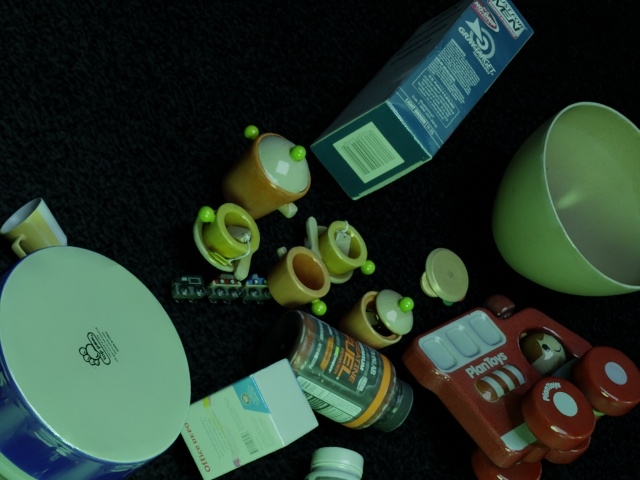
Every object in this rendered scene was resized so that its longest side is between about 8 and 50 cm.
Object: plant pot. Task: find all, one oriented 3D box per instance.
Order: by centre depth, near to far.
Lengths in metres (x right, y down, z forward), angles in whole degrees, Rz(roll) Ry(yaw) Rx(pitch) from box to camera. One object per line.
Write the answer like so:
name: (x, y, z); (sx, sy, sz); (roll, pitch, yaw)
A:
plant pot: (0.363, -0.036, 2.300); (0.284, 0.191, 0.284); (18, 60, -33)

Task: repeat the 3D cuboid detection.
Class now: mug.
mug: (-0.330, 0.000, 1.799); (0.064, 0.062, 0.078); (52, 57, -21)

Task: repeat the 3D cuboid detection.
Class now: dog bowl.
dog bowl: (-0.273, 0.142, 1.711); (0.265, 0.104, 0.265); (31, 42, -32)

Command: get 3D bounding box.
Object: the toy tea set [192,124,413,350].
toy tea set: (0.000, 0.000, 2.005); (0.336, 0.124, 0.200); (35, 40, -24)

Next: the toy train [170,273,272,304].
toy train: (-0.122, 0.059, 1.966); (0.158, 0.027, 0.036); (3, 59, -39)

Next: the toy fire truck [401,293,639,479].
toy fire truck: (0.281, 0.190, 2.169); (0.302, 0.169, 0.254); (-23, 68, -44)

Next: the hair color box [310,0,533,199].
hair color box: (0.148, -0.215, 2.211); (0.105, 0.174, 0.347); (50, 48, -12)

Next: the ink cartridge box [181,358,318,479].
ink cartridge box: (-0.095, 0.214, 1.850); (0.090, 0.143, 0.092); (-22, 86, -61)

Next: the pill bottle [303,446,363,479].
pill bottle: (0.013, 0.329, 1.923); (0.078, 0.078, 0.137); (27, 56, -29)

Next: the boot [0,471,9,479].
boot: (-0.325, 0.336, 1.652); (0.189, 0.076, 0.208); (5, 62, -41)

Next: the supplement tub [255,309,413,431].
supplement tub: (0.022, 0.172, 1.982); (0.198, 0.106, 0.106); (30, 55, -27)

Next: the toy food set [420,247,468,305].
toy food set: (0.179, 0.051, 2.224); (0.082, 0.020, 0.083); (29, 54, -28)
